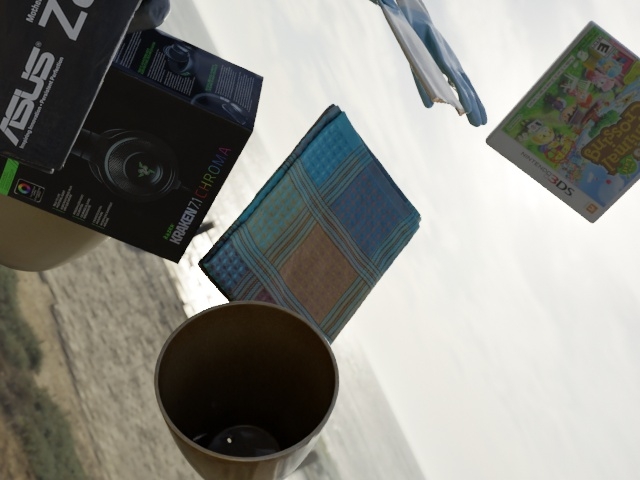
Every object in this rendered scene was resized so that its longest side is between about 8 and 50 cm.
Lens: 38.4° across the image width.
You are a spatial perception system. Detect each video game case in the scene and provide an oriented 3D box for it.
[{"bbox_3d":[0.360,-0.151,1.219,0.193,0.212,0.023,36,30,-6],"label":"video game case"}]

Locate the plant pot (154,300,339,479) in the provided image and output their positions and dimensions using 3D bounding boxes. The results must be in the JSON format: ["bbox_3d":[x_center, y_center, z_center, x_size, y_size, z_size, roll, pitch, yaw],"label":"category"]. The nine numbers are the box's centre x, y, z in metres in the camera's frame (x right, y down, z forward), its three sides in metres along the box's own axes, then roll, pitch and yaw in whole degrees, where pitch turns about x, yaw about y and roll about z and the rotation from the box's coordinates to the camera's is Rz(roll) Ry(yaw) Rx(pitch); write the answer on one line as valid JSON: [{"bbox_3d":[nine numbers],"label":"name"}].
[{"bbox_3d":[-0.106,0.251,1.275,0.254,0.237,0.237,99,-29,-51],"label":"plant pot"}]

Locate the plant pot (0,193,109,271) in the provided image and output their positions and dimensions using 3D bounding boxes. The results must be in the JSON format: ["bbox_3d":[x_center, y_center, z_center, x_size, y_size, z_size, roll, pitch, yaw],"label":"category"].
[{"bbox_3d":[-0.387,-0.082,1.411,0.274,0.256,0.256,-4,-63,50],"label":"plant pot"}]

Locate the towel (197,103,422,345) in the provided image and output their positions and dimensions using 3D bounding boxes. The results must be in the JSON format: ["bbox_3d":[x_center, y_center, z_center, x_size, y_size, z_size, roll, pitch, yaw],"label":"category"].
[{"bbox_3d":[0.000,0.000,1.449,0.040,0.370,0.271,-4,-49,51],"label":"towel"}]

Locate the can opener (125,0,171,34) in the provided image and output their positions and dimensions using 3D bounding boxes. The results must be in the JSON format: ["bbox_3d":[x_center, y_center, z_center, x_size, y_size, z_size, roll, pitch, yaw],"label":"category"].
[{"bbox_3d":[-0.285,-0.222,0.948,0.093,0.281,0.074,-72,146,-41],"label":"can opener"}]

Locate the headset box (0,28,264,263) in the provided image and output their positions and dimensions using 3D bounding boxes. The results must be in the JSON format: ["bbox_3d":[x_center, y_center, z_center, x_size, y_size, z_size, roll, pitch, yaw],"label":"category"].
[{"bbox_3d":[-0.253,-0.141,1.151,0.283,0.246,0.131,24,37,-15],"label":"headset box"}]

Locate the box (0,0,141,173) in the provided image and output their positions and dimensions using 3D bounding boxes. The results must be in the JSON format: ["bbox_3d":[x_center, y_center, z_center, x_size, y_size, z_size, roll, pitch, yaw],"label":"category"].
[{"bbox_3d":[-0.182,-0.279,0.691,0.097,0.318,0.395,22,24,-29],"label":"box"}]

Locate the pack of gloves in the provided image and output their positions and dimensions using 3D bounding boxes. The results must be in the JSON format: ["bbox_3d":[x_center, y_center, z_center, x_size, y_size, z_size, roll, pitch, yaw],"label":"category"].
[{"bbox_3d":[0.065,-0.196,0.841,0.232,0.046,0.195,61,23,15],"label":"pack of gloves"}]
